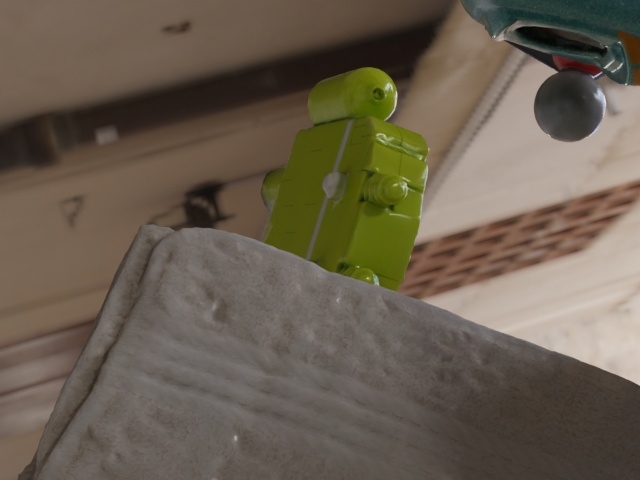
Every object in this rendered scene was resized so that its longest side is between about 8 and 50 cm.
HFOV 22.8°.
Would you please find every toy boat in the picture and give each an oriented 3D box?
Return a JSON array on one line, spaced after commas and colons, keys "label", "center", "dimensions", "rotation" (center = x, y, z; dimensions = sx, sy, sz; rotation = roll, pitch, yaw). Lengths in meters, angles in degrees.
[{"label": "toy boat", "center": [0.239, -0.178, 1.369], "dimensions": [0.318, 0.267, 0.148], "rotation": [64, 40, -83]}]

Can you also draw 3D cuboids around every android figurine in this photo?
[{"label": "android figurine", "center": [0.000, 0.000, 1.114], "dimensions": [0.273, 0.056, 0.248], "rotation": [-176, -75, -73]}]

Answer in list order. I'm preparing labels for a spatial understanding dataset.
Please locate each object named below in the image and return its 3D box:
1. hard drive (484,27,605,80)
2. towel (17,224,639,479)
[{"label": "hard drive", "center": [0.320, -0.274, 1.718], "dimensions": [0.172, 0.254, 0.054], "rotation": [39, -27, 40]}, {"label": "towel", "center": [0.016, 0.105, 0.728], "dimensions": [0.049, 0.282, 0.187], "rotation": [109, 2, -51]}]
